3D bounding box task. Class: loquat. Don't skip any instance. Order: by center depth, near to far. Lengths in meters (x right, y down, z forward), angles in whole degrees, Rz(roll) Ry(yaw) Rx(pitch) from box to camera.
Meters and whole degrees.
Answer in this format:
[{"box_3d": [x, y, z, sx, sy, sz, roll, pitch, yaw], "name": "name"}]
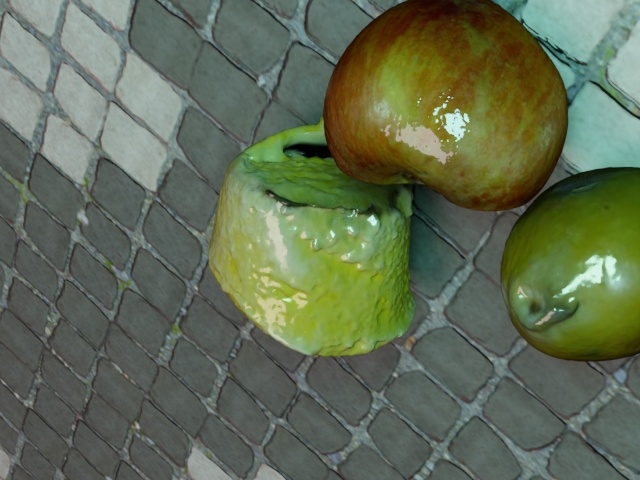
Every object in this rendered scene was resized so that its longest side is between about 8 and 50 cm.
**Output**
[{"box_3d": [0.212, 0.019, 1.046, 0.152, 0.195, 0.152, 22, 121, 41], "name": "loquat"}]

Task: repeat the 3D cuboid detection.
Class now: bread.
[{"box_3d": [-0.001, 0.000, 1.249, 0.197, 0.197, 0.170, 29, 131, 24], "name": "bread"}]

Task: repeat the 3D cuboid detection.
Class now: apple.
[{"box_3d": [0.094, -0.104, 1.072, 0.195, 0.173, 0.160, 14, 132, 33], "name": "apple"}]
